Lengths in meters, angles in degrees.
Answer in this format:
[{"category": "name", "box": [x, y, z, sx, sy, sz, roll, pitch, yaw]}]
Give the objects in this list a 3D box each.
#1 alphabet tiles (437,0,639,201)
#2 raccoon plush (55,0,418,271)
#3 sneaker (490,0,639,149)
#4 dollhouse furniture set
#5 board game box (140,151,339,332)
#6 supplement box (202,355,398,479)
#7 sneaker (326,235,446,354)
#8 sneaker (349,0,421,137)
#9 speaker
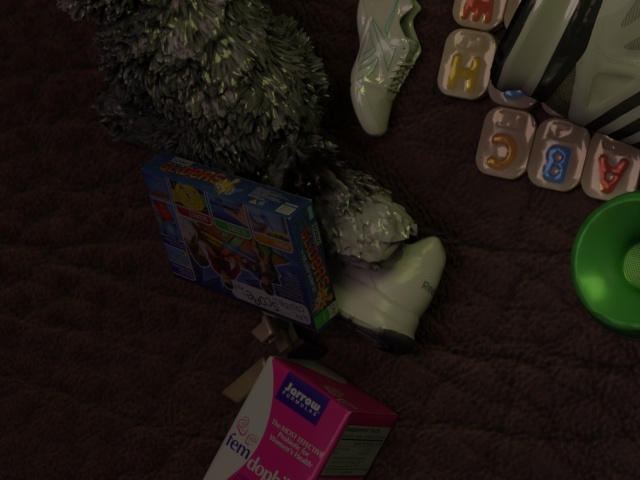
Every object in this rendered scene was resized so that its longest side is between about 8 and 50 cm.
[{"category": "alphabet tiles", "box": [0.252, -0.185, 1.772, 0.284, 0.021, 0.278, 14, 91, 28]}, {"category": "raccoon plush", "box": [-0.081, -0.195, 1.757, 0.446, 0.299, 0.216, 28, 68, 30]}, {"category": "sneaker", "box": [0.356, -0.276, 1.612, 0.257, 0.169, 0.448, 28, 116, 1]}, {"category": "dollhouse furniture set", "box": [-0.074, 0.105, 1.885, 0.114, 0.091, 0.081, -42, 52, 21]}, {"category": "board game box", "box": [-0.079, 0.000, 1.773, 0.201, 0.035, 0.136, 19, 136, 38]}, {"category": "supplement box", "box": [-0.036, 0.236, 1.826, 0.111, 0.114, 0.220, 32, 98, 28]}, {"category": "sneaker", "box": [0.000, 0.000, 1.853, 0.297, 0.111, 0.129, 30, 82, 24]}, {"category": "sneaker", "box": [0.067, -0.179, 1.850, 0.061, 0.053, 0.152, 2, 85, 25]}, {"category": "speaker", "box": [0.313, 0.030, 1.559, 0.131, 0.296, 0.131, -3, 83, 27]}]
